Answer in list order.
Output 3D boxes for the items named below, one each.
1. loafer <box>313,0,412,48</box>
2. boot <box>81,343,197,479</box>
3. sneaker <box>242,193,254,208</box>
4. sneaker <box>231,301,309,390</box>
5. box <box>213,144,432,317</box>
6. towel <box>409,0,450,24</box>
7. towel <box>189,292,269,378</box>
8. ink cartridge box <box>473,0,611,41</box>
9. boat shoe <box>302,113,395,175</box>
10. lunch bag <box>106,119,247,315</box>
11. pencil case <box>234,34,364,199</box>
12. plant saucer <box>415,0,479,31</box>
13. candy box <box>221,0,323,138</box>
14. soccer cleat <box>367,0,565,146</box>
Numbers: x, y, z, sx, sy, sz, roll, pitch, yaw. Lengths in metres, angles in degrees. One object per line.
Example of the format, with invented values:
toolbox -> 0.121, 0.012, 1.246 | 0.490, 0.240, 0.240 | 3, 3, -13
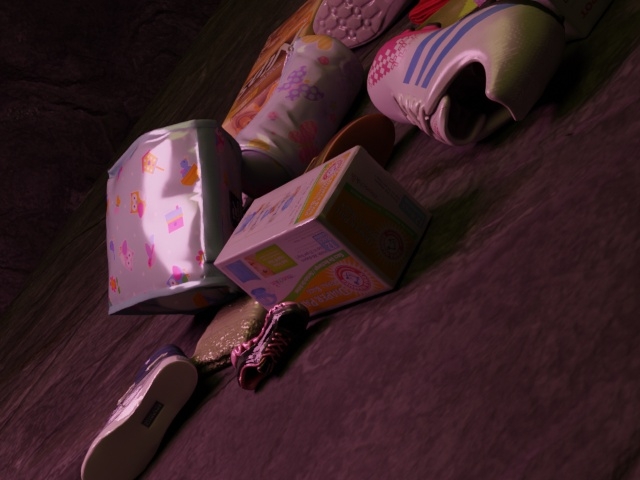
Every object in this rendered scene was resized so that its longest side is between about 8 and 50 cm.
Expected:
loafer -> 0.110, -0.413, 1.747 | 0.319, 0.112, 0.111 | -30, 13, 43
boot -> -0.217, 0.212, 1.301 | 0.190, 0.069, 0.086 | -50, 18, -3
sneaker -> -0.105, -0.102, 1.684 | 0.094, 0.081, 0.208 | -37, 7, -31
sneaker -> -0.051, 0.115, 1.152 | 0.119, 0.047, 0.057 | -49, 23, 27
box -> 0.000, 0.000, 1.135 | 0.203, 0.114, 0.103 | -24, 29, 53
towel -> 0.246, -0.425, 1.550 | 0.275, 0.031, 0.199 | -52, 16, -13
towel -> -0.108, 0.109, 1.318 | 0.148, 0.027, 0.110 | -27, 30, 51
ink cartridge box -> 0.221, -0.307, 1.134 | 0.128, 0.176, 0.127 | -54, 21, -10
boat shoe -> 0.010, -0.070, 1.322 | 0.207, 0.073, 0.073 | -52, 20, -8
lunch bag -> -0.179, -0.022, 1.417 | 0.262, 0.160, 0.223 | -24, 67, 59
pencil case -> -0.034, -0.177, 1.564 | 0.113, 0.124, 0.273 | -17, 36, 45
plant saucer -> 0.188, -0.279, 1.320 | 0.241, 0.037, 0.241 | -38, 12, 9
candy box -> -0.049, -0.303, 1.912 | 0.183, 0.087, 0.316 | -35, 23, 38
soccer cleat -> 0.127, -0.159, 1.159 | 0.331, 0.116, 0.143 | -17, 47, 65
